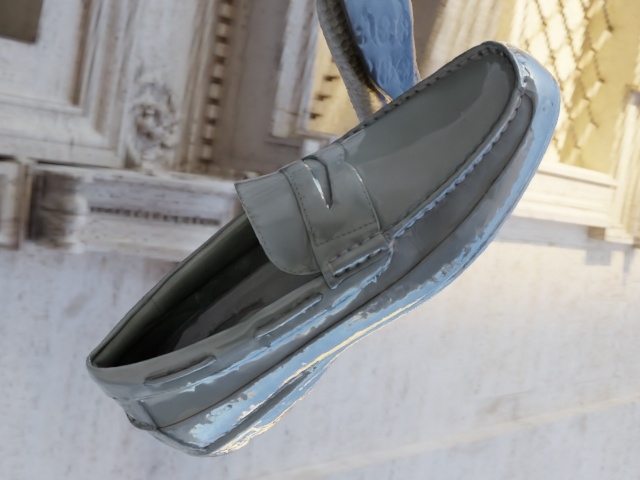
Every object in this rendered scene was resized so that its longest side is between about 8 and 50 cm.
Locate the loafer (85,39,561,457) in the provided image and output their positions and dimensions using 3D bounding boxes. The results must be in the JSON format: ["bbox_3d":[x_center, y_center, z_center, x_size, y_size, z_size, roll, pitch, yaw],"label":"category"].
[{"bbox_3d":[0.000,0.000,0.677,0.319,0.111,0.112,-45,-140,9],"label":"loafer"}]

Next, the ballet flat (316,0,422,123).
[{"bbox_3d":[0.031,-0.112,0.737,0.058,0.250,0.084,9,-118,27],"label":"ballet flat"}]
